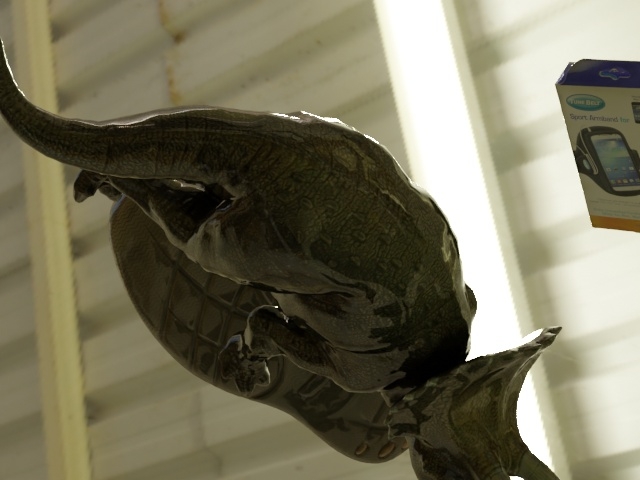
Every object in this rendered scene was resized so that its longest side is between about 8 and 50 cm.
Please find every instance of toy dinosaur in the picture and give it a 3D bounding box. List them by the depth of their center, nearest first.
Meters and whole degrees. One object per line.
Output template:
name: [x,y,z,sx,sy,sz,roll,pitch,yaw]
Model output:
toy dinosaur: [0.000,0.000,0.487,0.160,0.313,0.121,0,-134,44]

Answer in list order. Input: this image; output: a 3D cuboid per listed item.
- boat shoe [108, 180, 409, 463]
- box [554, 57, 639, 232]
boat shoe: [-0.039,0.051,0.875,0.123,0.324,0.116,-41,-145,6]
box: [0.196,-0.061,0.721,0.081,0.136,0.028,9,-134,35]
